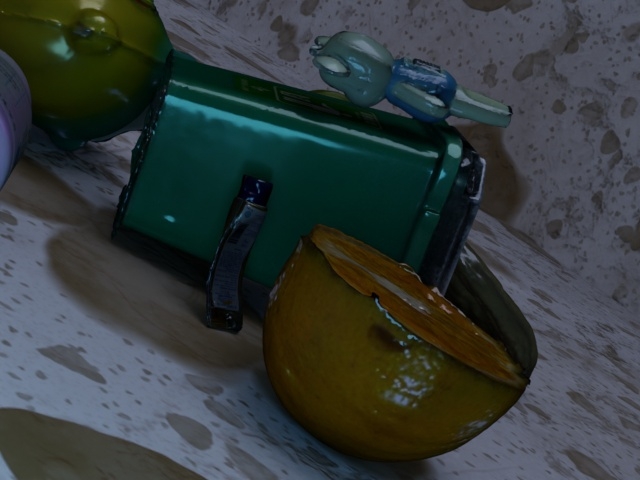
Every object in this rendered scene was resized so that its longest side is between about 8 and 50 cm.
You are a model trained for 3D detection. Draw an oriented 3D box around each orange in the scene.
[{"bbox_3d":[0.068,0.087,1.405,0.274,0.274,0.310,29,-23,-8],"label":"orange"}]

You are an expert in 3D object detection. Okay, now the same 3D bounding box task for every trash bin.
[{"bbox_3d":[-0.034,-0.044,1.709,0.381,0.295,0.259,19,13,-8],"label":"trash bin"}]

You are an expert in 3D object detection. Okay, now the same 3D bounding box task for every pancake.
[{"bbox_3d":[0.194,0.076,2.026,0.294,0.049,0.294,49,-12,13],"label":"pancake"}]

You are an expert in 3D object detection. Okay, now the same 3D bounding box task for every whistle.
[{"bbox_3d":[0.097,-0.169,1.640,0.235,0.077,0.114,19,23,-7],"label":"whistle"}]

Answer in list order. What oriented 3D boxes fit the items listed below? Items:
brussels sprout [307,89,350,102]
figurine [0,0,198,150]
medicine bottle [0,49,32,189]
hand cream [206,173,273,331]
[{"bbox_3d":[-0.009,-0.102,2.116,0.271,0.219,0.210,0,36,-29],"label":"brussels sprout"},{"bbox_3d":[-0.305,-0.231,1.816,0.323,0.231,0.340,11,-4,10],"label":"figurine"},{"bbox_3d":[-0.350,-0.111,1.403,0.152,0.152,0.254,29,12,-10],"label":"medicine bottle"},{"bbox_3d":[-0.086,0.013,1.558,0.039,0.163,0.062,14,-1,30],"label":"hand cream"}]
